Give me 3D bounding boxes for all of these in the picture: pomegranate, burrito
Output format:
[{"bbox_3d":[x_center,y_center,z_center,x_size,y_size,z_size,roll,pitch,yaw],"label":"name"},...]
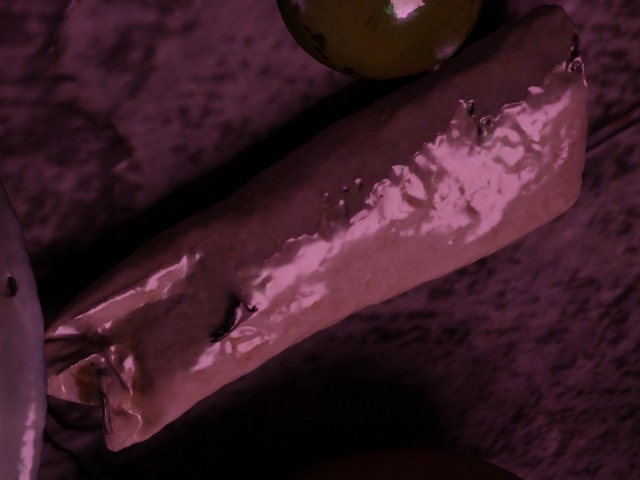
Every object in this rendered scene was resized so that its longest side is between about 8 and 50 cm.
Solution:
[{"bbox_3d":[0.016,-0.092,0.498,0.073,0.084,0.073,-18,169,-4],"label":"pomegranate"},{"bbox_3d":[0.000,0.000,0.578,0.226,0.060,0.087,-30,136,-4],"label":"burrito"}]

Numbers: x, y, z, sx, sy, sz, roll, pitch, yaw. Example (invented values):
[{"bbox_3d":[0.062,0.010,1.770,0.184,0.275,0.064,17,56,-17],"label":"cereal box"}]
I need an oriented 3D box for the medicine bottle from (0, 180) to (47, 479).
[{"bbox_3d":[-0.164,0.038,0.446,0.143,0.147,0.147,-3,132,-35],"label":"medicine bottle"}]

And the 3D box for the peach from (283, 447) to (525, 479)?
[{"bbox_3d":[0.005,0.223,0.679,0.292,0.247,0.292,-42,166,-13],"label":"peach"}]
